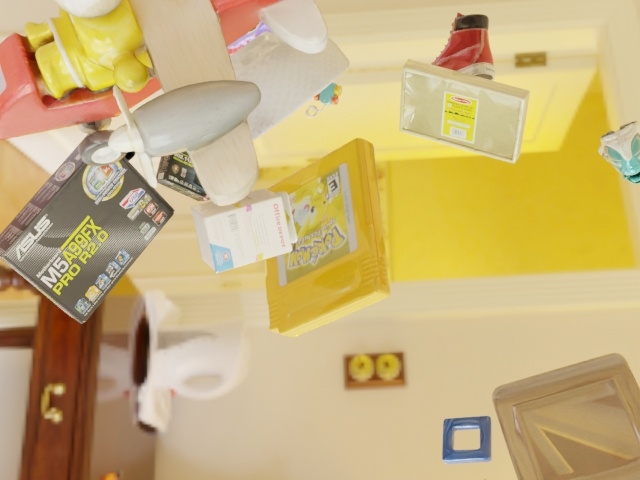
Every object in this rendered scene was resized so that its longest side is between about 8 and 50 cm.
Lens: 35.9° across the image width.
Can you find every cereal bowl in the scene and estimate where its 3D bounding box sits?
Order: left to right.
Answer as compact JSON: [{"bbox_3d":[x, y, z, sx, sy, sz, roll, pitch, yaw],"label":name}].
[{"bbox_3d":[-0.121,-0.277,1.792,0.141,0.339,0.339,53,13,-12],"label":"cereal bowl"}]

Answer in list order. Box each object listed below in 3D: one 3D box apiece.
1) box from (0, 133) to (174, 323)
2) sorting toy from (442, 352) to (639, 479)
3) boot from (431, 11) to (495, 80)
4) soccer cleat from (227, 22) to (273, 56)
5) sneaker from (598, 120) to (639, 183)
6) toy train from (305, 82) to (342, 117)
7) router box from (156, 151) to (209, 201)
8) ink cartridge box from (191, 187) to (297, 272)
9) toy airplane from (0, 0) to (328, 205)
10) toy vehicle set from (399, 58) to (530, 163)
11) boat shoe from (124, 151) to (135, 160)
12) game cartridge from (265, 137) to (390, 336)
[{"bbox_3d":[-0.413,-0.020,1.742,0.270,0.060,0.216,-52,135,-16],"label":"box"},{"bbox_3d":[0.326,0.247,1.231,0.196,0.348,0.047,-101,171,-46],"label":"sorting toy"},{"bbox_3d":[0.285,-0.415,2.242,0.088,0.244,0.176,12,68,-43],"label":"boot"},{"bbox_3d":[-0.216,-0.456,2.323,0.108,0.318,0.116,51,29,-53],"label":"soccer cleat"},{"bbox_3d":[0.636,-0.168,2.046,0.275,0.107,0.109,1,69,-66],"label":"sneaker"},{"bbox_3d":[-0.013,-0.372,2.323,0.046,0.125,0.166,10,55,-66],"label":"toy train"},{"bbox_3d":[-0.265,-0.141,1.975,0.122,0.038,0.092,25,69,-43],"label":"router box"},{"bbox_3d":[-0.114,-0.020,1.533,0.090,0.143,0.092,-150,-133,-66],"label":"ink cartridge box"},{"bbox_3d":[-0.188,-0.258,1.104,0.384,0.386,0.272,-68,156,-7],"label":"toy airplane"},{"bbox_3d":[0.296,-0.270,2.069,0.035,0.267,0.166,-54,155,-41],"label":"toy vehicle set"},{"bbox_3d":[-0.503,-0.192,2.400,0.142,0.040,0.049,-50,148,-47],"label":"boat shoe"},{"bbox_3d":[0.000,0.000,1.897,0.053,0.285,0.323,22,53,-41],"label":"game cartridge"}]
